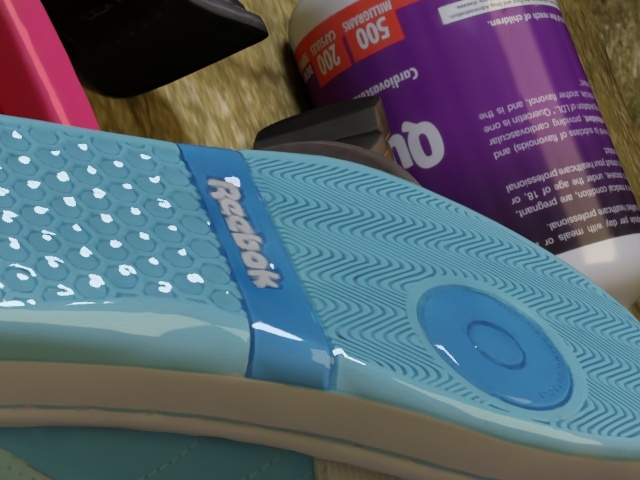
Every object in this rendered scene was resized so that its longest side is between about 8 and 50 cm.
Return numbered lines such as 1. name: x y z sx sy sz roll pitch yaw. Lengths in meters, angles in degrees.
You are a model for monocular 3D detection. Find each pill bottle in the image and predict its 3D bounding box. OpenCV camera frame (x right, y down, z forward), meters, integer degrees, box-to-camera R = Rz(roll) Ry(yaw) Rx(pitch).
1. pill bottle: 0.109 -0.038 1.312 0.181 0.181 0.323 9 60 -69

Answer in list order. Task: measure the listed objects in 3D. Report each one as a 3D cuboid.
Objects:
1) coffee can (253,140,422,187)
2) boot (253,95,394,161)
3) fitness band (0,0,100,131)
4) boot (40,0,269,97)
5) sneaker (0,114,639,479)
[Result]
1. coffee can: 0.022 0.122 0.835 0.275 0.201 0.201 52 23 -38
2. boot: 0.000 0.000 1.097 0.305 0.112 0.115 -49 125 -73
3. fitness band: -0.171 -0.048 0.691 0.291 0.054 0.209 63 32 -9
4. boot: -0.129 -0.202 0.986 0.263 0.091 0.229 16 53 -65
5. sneaker: -0.057 0.080 0.594 0.319 0.208 0.127 12 32 -21
